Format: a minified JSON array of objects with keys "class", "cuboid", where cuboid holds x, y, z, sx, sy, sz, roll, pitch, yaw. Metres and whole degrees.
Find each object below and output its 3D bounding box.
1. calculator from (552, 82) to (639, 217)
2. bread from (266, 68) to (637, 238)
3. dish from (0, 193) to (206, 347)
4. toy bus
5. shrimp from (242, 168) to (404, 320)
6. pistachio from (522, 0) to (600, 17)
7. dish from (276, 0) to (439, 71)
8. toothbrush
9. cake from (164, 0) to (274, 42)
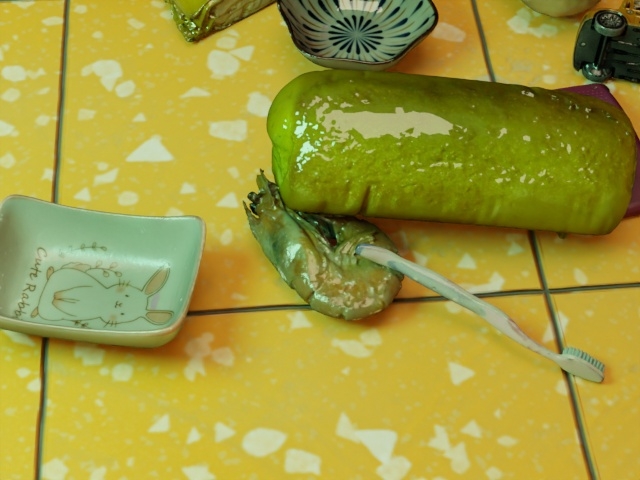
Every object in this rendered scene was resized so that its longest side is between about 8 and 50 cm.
[{"class":"calculator","cuboid":[0.292,-0.101,1.388,0.127,0.034,0.190,-9,52,-11]},{"class":"bread","cuboid":[0.136,-0.098,1.285,0.384,0.112,0.166,5,55,-4]},{"class":"dish","cuboid":[-0.224,0.042,1.235,0.213,0.077,0.151,7,49,5]},{"class":"toy bus","cuboid":[0.393,-0.226,1.460,0.195,0.083,0.088,13,48,7]},{"class":"shrimp","cuboid":[0.000,0.001,1.290,0.115,0.051,0.217,-25,54,-28]},{"class":"pistachio","cuboid":[0.277,-0.349,1.547,0.145,0.117,0.200,16,30,-39]},{"class":"dish","cuboid":[0.041,-0.250,1.488,0.191,0.066,0.190,1,53,-1]},{"class":"toothbrush","cuboid":[0.154,0.067,1.226,0.269,0.021,0.027,28,36,7]},{"class":"cake","cuboid":[-0.098,-0.305,1.525,0.185,0.079,0.116,-2,48,-8]}]
